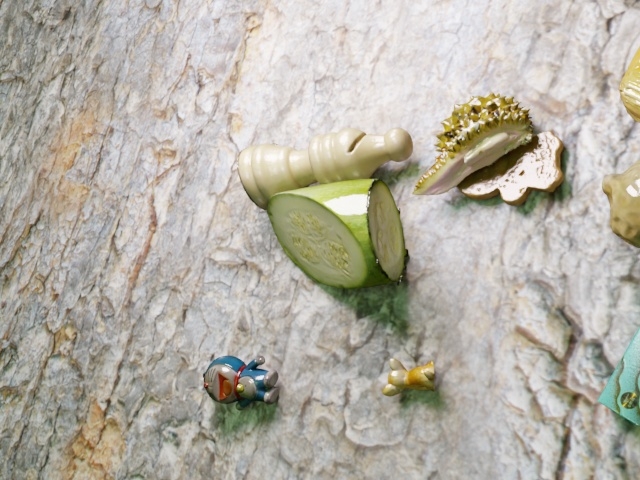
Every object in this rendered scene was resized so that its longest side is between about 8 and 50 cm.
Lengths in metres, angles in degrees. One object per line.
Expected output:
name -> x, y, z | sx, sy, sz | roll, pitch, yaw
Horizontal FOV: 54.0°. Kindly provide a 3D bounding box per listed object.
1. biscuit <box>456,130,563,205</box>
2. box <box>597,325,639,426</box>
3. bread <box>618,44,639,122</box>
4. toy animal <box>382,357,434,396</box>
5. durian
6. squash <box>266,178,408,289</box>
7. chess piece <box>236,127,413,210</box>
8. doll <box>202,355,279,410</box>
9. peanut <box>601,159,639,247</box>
biscuit -> 0.295, -0.115, 1.004 | 0.184, 0.027, 0.133 | -16, 66, 28
box -> 0.480, 0.191, 0.767 | 0.226, 0.042, 0.161 | 33, 95, 52
bread -> 0.514, -0.278, 0.838 | 0.119, 0.152, 0.288 | 32, 95, 39
toy animal -> 0.139, 0.218, 0.994 | 0.083, 0.081, 0.060 | -1, 79, 11
durian -> 0.224, -0.155, 0.999 | 0.224, 0.078, 0.140 | -43, 54, 10
squash -> 0.000, 0.000, 1.065 | 0.261, 0.189, 0.189 | -8, 74, 25
chess piece -> 0.018, -0.139, 1.127 | 0.307, 0.138, 0.124 | -9, 33, 23
doll -> -0.152, 0.259, 1.156 | 0.152, 0.085, 0.114 | 6, 100, 22
peanut -> 0.517, -0.056, 0.787 | 0.291, 0.143, 0.159 | -15, 79, 33
